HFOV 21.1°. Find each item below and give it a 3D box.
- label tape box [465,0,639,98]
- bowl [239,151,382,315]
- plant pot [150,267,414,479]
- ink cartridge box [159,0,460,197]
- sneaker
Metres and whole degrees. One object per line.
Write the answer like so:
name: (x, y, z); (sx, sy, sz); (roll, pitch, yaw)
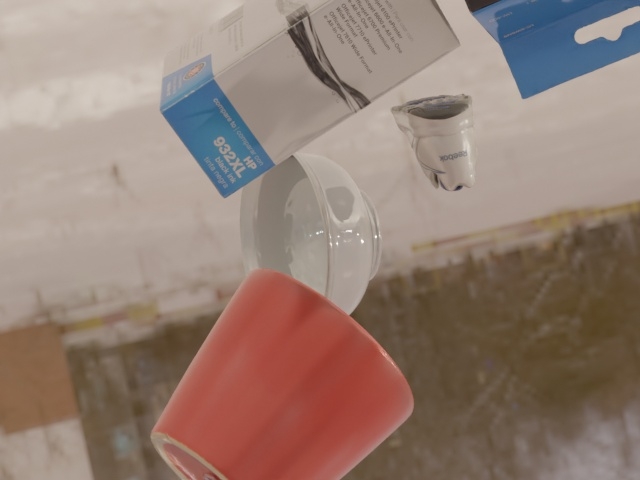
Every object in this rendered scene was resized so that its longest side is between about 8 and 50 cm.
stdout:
label tape box: (0.247, -0.332, 1.752); (0.240, 0.334, 0.106); (-22, -172, 16)
bowl: (0.000, 0.000, 2.517); (0.134, 0.298, 0.298); (-6, 175, -26)
plant pot: (-0.060, 0.213, 2.123); (0.243, 0.275, 0.275); (-49, -168, -20)
ink cartridge box: (-0.015, -0.209, 1.890); (0.307, 0.129, 0.223); (-32, -161, 9)
sneaker: (0.160, -0.133, 2.350); (0.111, 0.129, 0.297); (-12, -173, 4)
